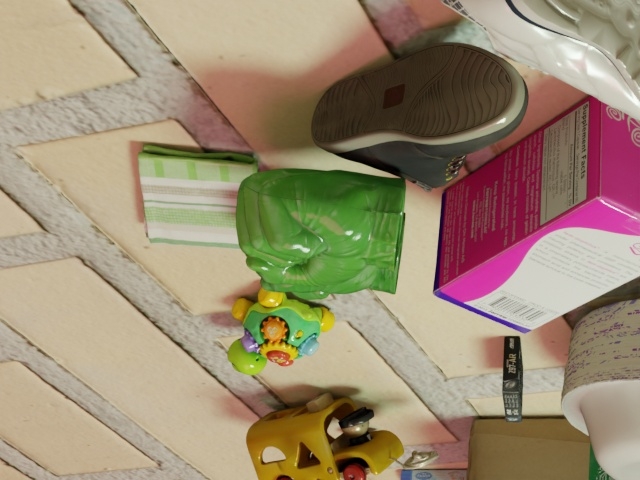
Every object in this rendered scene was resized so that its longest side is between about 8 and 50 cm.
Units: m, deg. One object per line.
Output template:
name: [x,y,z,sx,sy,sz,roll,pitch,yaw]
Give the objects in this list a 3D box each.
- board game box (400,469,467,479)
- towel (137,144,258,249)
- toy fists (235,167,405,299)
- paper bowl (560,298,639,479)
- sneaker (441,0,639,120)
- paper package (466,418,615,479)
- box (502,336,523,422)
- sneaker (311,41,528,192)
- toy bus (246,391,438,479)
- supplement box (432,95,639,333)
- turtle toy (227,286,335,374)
board game box: [0.161,0.334,1.984,0.090,0.020,0.090,-2,149,15]
towel: [-0.112,-0.040,1.388,0.113,0.023,0.152,4,148,0]
toy fists: [0.000,0.000,1.304,0.142,0.096,0.279,8,172,5]
paper bowl: [0.388,0.178,1.501,0.284,0.148,0.284,11,158,4]
sneaker: [0.196,-0.149,1.087,0.235,0.090,0.095,31,155,-30]
paper package: [0.351,0.349,1.828,0.325,0.168,0.309,0,150,13]
box: [0.211,0.153,1.611,0.018,0.067,0.083,0,151,11]
sneaker: [0.105,-0.095,1.178,0.118,0.083,0.222,22,166,-36]
toy bus: [0.011,0.237,1.761,0.202,0.104,0.191,-21,-174,-12]
supplement box: [0.208,-0.019,1.266,0.111,0.114,0.220,23,148,-26]
turtle toy: [-0.051,0.102,1.573,0.095,0.066,0.130,25,145,-30]
